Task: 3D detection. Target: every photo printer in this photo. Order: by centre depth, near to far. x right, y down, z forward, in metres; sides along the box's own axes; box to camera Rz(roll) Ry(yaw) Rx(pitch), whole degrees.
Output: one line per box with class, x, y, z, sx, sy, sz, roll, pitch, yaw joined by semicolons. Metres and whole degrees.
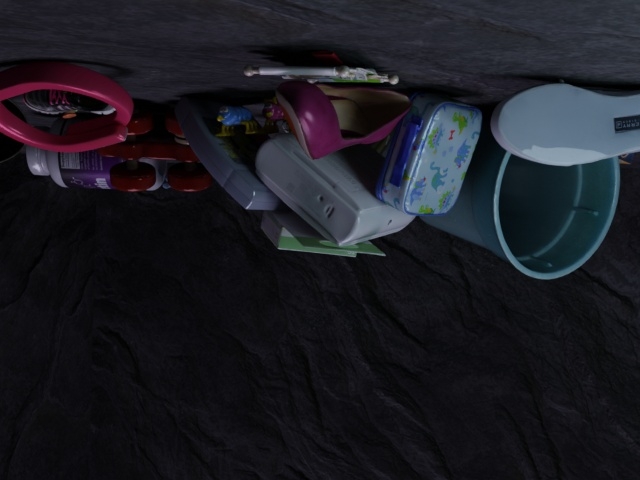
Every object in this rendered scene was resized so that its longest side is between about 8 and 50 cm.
photo printer;0.051;-0.111;1.659;0.256;0.107;0.307;42;-153;19

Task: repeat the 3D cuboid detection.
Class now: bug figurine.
bug figurine;-0.053;-0.242;1.608;0.279;0.072;0.216;-2;-174;24

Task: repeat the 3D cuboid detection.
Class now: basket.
basket;-0.721;-0.236;1.784;0.204;0.154;0.227;2;-175;-21

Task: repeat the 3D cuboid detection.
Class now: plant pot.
plant pot;0.373;-0.120;1.768;0.341;0.341;0.334;1;-171;-33

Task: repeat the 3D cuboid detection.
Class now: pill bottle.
pill bottle;-0.558;-0.220;2.137;0.323;0.181;0.181;2;-178;3

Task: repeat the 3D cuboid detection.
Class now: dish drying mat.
dish drying mat;0.011;-0.261;1.218;0.032;0.008;0.083;3;-179;11

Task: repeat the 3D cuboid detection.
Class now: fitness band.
fitness band;-0.451;-0.226;1.449;0.291;0.054;0.209;-7;153;36

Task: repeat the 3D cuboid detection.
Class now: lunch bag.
lunch bag;0.195;-0.156;1.535;0.090;0.219;0.176;29;-160;36

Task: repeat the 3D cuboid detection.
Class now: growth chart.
growth chart;0.001;-0.247;1.257;0.172;0.021;0.237;4;-171;22

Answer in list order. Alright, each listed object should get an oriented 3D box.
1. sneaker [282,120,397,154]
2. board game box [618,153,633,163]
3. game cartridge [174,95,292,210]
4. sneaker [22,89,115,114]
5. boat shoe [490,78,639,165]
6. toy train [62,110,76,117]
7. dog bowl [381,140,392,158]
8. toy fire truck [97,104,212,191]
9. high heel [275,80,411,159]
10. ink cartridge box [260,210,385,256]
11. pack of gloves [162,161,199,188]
sneaker;-0.007;-0.212;1.906;0.410;0.182;0.158;-22;-150;39
board game box;0.553;-0.218;1.904;0.165;0.042;0.243;16;180;-28
game cartridge;-0.162;-0.176;1.689;0.196;0.060;0.294;-5;-131;-48
sneaker;-0.445;-0.261;1.519;0.170;0.063;0.075;3;174;-9
boat shoe;0.434;-0.200;1.405;0.367;0.135;0.156;-8;-173;-12
toy train;-0.482;-0.273;1.717;0.125;0.046;0.166;2;-179;-14
dog bowl;0.212;-0.232;2.084;0.349;0.102;0.349;1;-178;0
toy fire truck;-0.345;-0.234;1.903;0.302;0.169;0.254;1;-152;-3
high heel;0.044;-0.211;1.307;0.181;0.127;0.377;-27;-179;8
ink cartridge box;0.000;0.000;1.630;0.171;0.056;0.235;6;-160;-23
pack of gloves;-0.305;-0.204;2.094;0.046;0.195;0.232;31;170;-23
